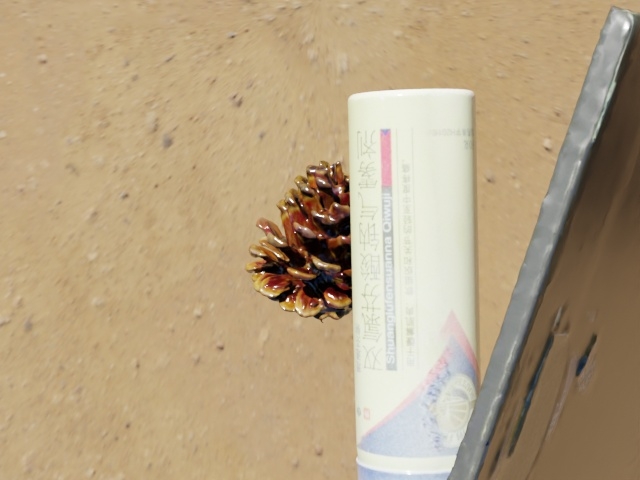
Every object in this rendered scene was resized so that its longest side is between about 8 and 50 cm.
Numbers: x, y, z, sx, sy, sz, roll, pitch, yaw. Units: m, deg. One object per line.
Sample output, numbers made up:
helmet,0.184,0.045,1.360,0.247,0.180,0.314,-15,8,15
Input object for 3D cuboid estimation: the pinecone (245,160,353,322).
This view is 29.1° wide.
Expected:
pinecone,0.001,0.000,0.862,0.102,0.102,0.109,21,89,-4

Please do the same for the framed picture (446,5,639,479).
framed picture,0.134,0.053,0.487,0.013,0.323,0.244,23,101,32

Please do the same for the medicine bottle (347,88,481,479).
medicine bottle,0.044,0.049,0.559,0.059,0.059,0.231,-2,93,0
